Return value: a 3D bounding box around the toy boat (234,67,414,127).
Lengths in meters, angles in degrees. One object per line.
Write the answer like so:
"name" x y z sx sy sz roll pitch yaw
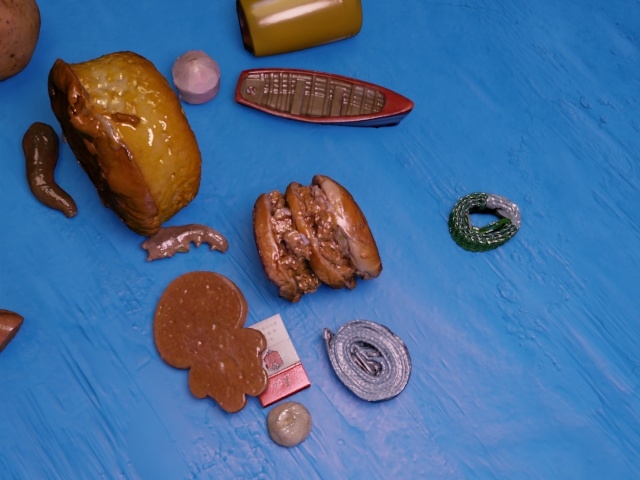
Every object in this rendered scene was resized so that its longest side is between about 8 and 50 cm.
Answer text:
"toy boat" 0.008 -0.307 1.466 0.392 0.079 0.136 8 67 2

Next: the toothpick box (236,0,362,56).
"toothpick box" -0.056 -0.517 1.497 0.271 0.175 0.175 -18 71 -7

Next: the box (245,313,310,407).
"box" -0.094 0.231 1.271 0.100 0.048 0.152 -24 70 -8

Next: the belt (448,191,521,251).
"belt" 0.346 -0.043 1.380 0.151 0.079 0.121 -3 69 -4

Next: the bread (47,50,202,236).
"bread" -0.365 -0.193 1.258 0.204 0.358 0.337 -37 76 -20

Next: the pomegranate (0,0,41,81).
"pomegranate" -0.737 -0.470 1.393 0.281 0.281 0.281 1 69 -2

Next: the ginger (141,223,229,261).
"ginger" -0.277 0.000 1.350 0.173 0.051 0.069 -9 73 -4

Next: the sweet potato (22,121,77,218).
"sweet potato" -0.578 -0.148 1.388 0.081 0.062 0.233 -18 74 -11

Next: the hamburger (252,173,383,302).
"hamburger" -0.009 0.000 1.278 0.211 0.260 0.245 -24 27 4

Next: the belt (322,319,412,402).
"belt" 0.096 0.229 1.263 0.147 0.082 0.163 -17 74 2

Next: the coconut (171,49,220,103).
"coconut" -0.275 -0.361 1.448 0.110 0.124 0.110 2 69 -5

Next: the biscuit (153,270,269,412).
"biscuit" -0.203 0.188 1.254 0.202 0.044 0.289 -44 70 3

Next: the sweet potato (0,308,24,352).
"sweet potato" -0.683 0.170 1.244 0.251 0.097 0.097 0 69 1

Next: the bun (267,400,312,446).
"bun" -0.057 0.339 1.226 0.086 0.055 0.086 1 68 -3
